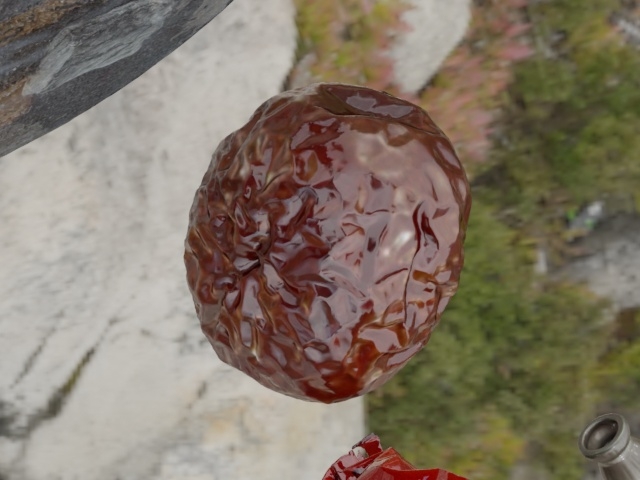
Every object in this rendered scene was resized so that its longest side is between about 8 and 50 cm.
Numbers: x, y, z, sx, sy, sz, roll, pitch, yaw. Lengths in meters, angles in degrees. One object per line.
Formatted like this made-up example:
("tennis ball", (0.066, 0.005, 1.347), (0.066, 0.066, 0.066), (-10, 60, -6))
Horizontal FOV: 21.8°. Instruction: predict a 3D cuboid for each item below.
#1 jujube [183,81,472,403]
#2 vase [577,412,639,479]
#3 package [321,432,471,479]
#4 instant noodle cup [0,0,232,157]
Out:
("jujube", (0.000, 0.000, 1.253), (0.213, 0.213, 0.232), (-4, 121, -38))
("vase", (0.245, 0.180, 1.290), (0.101, 0.053, 0.053), (48, 58, -24))
("package", (0.123, 0.271, 1.197), (0.123, 0.423, 0.196), (-37, 110, -17))
("instant noodle cup", (-0.146, -0.150, 0.575), (0.217, 0.217, 0.207), (-27, 82, -37))
